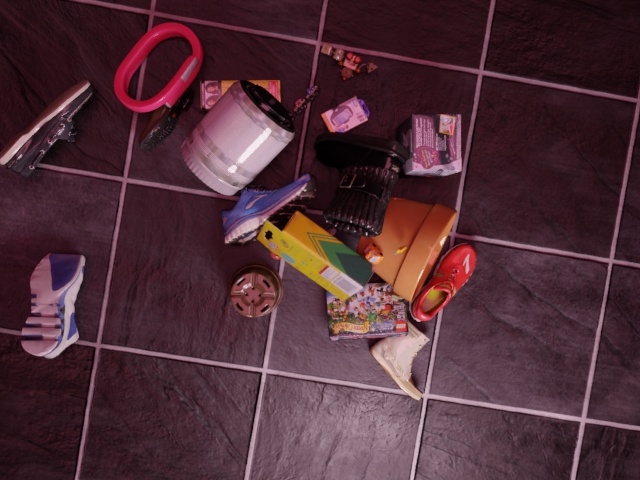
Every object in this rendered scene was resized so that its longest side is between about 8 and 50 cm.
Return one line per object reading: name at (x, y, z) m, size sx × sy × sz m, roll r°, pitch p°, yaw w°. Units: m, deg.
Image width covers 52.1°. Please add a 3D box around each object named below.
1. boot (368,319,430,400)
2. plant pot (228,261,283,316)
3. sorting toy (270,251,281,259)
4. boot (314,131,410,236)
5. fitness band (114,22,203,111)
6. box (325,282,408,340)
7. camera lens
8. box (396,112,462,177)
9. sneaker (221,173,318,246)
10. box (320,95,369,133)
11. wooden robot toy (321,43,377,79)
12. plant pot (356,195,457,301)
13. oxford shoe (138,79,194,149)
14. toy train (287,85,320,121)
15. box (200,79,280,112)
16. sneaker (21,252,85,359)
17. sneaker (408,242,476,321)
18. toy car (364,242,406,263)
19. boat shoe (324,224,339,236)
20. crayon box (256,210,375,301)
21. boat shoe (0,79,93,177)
boot at (0.271, 0.354, 1.959) m, size 0.165 × 0.077 × 0.213 m, roll -42°, pitch 87°, yaw -2°
plant pot at (-0.191, 0.148, 1.888) m, size 0.167 × 0.165 × 0.166 m, roll 0°, pitch 91°, yaw -3°
sorting toy at (-0.117, 0.009, 1.955) m, size 0.061 × 0.042 × 0.102 m, roll 45°, pitch 77°, yaw -18°
boot at (0.069, -0.159, 1.812) m, size 0.131 × 0.348 × 0.260 m, roll 27°, pitch 83°, yaw -39°
fitness band at (-0.463, -0.494, 1.878) m, size 0.209 × 0.054 × 0.291 m, roll 33°, pitch 82°, yaw 22°
box at (0.135, 0.208, 1.935) m, size 0.233 × 0.044 × 0.159 m, roll -3°, pitch 67°, yaw -2°
camera lens at (-0.225, -0.288, 1.822) m, size 0.219 × 0.219 × 0.274 m, roll 45°, pitch 107°, yaw -3°
box at (0.302, -0.262, 1.860) m, size 0.142 × 0.247 × 0.163 m, roll 0°, pitch 91°, yaw -2°
sneaker at (-0.159, -0.113, 1.872) m, size 0.330 × 0.130 × 0.147 m, roll -28°, pitch 74°, yaw 19°
box at (0.078, -0.371, 1.957) m, size 0.136 × 0.028 × 0.081 m, roll -28°, pitch 92°, yaw 0°
wooden robot toy at (0.077, -0.516, 1.935) m, size 0.173 × 0.076 × 0.079 m, roll 23°, pitch 101°, yaw -3°
plant pot at (0.234, 0.003, 1.865) m, size 0.204 × 0.291 × 0.290 m, roll 26°, pitch 90°, yaw 14°
oxford shoe at (-0.469, -0.368, 1.913) m, size 0.096 × 0.083 × 0.227 m, roll 34°, pitch 87°, yaw 12°
toy train at (-0.060, -0.403, 1.951) m, size 0.036 × 0.027 × 0.158 m, roll 44°, pitch 90°, yaw 8°
box at (-0.233, -0.424, 1.924) m, size 0.232 × 0.058 × 0.087 m, roll 0°, pitch 92°, yaw -3°
sneaker at (-0.763, 0.204, 1.885) m, size 0.128 × 0.182 × 0.315 m, roll 7°, pitch 62°, yaw -5°
sneaker at (0.376, 0.132, 1.938) m, size 0.107 × 0.118 × 0.279 m, roll 37°, pitch 90°, yaw -4°
toy car at (0.163, 0.023, 1.738) m, size 0.122 × 0.041 × 0.060 m, roll -29°, pitch 82°, yaw 40°
boat shoe at (0.000, 0.000, 1.955) m, size 0.142 × 0.040 × 0.049 m, roll -42°, pitch 93°, yaw -1°
crayon box at (-0.019, 0.034, 1.834) m, size 0.319 × 0.202 × 0.081 m, roll 35°, pitch 70°, yaw -3°
boat shoe at (-0.763, -0.313, 1.879) m, size 0.340 × 0.127 × 0.113 m, roll -47°, pitch 122°, yaw -8°
